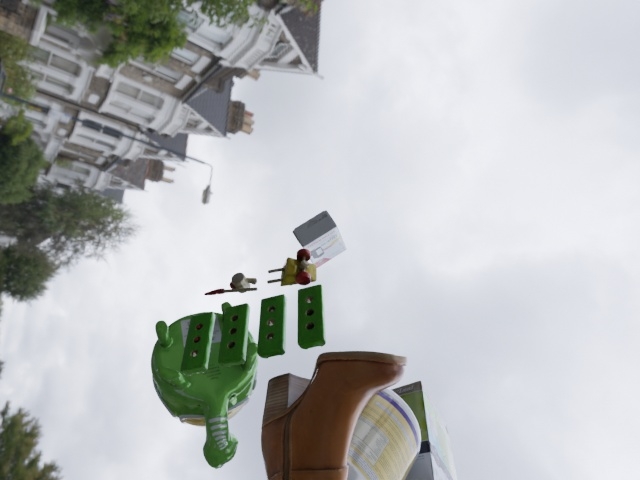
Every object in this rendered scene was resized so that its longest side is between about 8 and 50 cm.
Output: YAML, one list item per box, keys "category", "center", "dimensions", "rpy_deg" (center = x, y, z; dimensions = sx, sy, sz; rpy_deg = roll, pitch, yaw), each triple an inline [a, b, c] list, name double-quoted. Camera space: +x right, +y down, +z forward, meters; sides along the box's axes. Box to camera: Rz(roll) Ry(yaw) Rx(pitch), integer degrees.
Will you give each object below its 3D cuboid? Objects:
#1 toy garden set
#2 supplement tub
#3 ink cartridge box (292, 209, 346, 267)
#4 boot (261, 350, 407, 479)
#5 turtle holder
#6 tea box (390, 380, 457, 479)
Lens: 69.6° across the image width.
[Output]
- category: "toy garden set"
  center: [-0.106, 0.123, 0.803]
  dimensions: [0.244, 0.049, 0.204]
  rpy_deg: [-15, -137, 12]
- category: "supplement tub"
  center: [0.053, 0.488, 0.994]
  dimensions: [0.241, 0.331, 0.241]
  rpy_deg: [13, -65, 29]
- category: "ink cartridge box"
  center: [0.000, 0.000, 1.466]
  dimensions: [0.127, 0.175, 0.072]
  rpy_deg: [-32, -118, -2]
- category: "boot"
  center: [0.013, 0.277, 0.623]
  dimensions: [0.283, 0.109, 0.220]
  rpy_deg: [-28, -130, 34]
- category: "turtle holder"
  center: [-0.243, 0.323, 1.061]
  dimensions: [0.320, 0.243, 0.227]
  rpy_deg: [32, -48, 29]
- category: "tea box"
  center: [0.184, 0.617, 1.279]
  dimensions: [0.329, 0.220, 0.323]
  rpy_deg: [-23, -156, 18]
